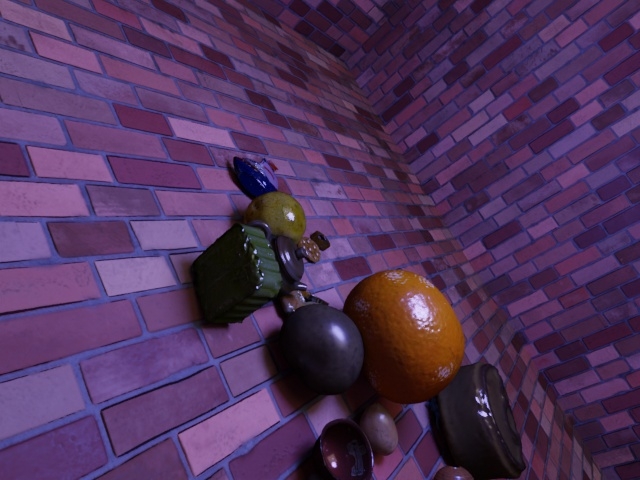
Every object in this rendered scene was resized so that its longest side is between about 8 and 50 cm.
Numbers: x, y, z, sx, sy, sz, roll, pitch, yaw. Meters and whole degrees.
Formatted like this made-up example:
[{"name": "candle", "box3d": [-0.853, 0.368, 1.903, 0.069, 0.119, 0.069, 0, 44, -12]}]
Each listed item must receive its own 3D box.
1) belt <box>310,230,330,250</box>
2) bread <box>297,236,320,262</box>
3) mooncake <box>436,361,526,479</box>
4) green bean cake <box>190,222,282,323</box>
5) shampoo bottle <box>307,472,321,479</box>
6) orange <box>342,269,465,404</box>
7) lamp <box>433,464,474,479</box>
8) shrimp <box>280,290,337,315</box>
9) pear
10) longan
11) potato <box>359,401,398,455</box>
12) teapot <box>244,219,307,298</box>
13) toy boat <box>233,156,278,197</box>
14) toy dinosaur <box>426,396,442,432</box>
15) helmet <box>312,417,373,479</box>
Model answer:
[{"name": "belt", "box3d": [0.000, 0.000, 1.635, 0.083, 0.036, 0.059, 45, 23, -17]}, {"name": "bread", "box3d": [-0.040, 0.033, 1.548, 0.110, 0.024, 0.110, 38, 31, -28]}, {"name": "mooncake", "box3d": [0.593, 0.666, 1.569, 0.393, 0.246, 0.395, 6, 63, -62]}, {"name": "green bean cake", "box3d": [-0.210, 0.084, 1.047, 0.113, 0.214, 0.201, 20, 40, -53]}, {"name": "shampoo bottle", "box3d": [-0.030, 0.602, 0.929, 0.080, 0.040, 0.165, 45, 31, -13]}, {"name": "orange", "box3d": [0.256, 0.288, 1.309, 0.424, 0.325, 0.425, 160, -90, -80]}, {"name": "lamp", "box3d": [0.420, 0.774, 1.315, 0.136, 0.136, 0.137, 37, 33, -29]}, {"name": "shrimp", "box3d": [-0.033, 0.207, 1.340, 0.267, 0.061, 0.145, 17, 36, -45]}, {"name": "pear", "box3d": [-0.141, -0.067, 1.327, 0.197, 0.197, 0.198, 37, 33, -29]}, {"name": "longan", "box3d": [0.001, 0.288, 1.147, 0.245, 0.215, 0.246, 25, 14, -7]}, {"name": "potato", "box3d": [0.169, 0.550, 1.223, 0.112, 0.112, 0.147, -21, 84, -61]}, {"name": "teapot", "box3d": [-0.127, 0.054, 1.188, 0.268, 0.175, 0.186, 59, 14, -27]}, {"name": "toy boat", "box3d": [-0.206, -0.223, 1.561, 0.219, 0.072, 0.318, 54, 19, 5]}, {"name": "toy dinosaur", "box3d": [0.433, 0.625, 1.590, 0.080, 0.045, 0.198, 51, 23, -27]}, {"name": "helmet", "box3d": [0.035, 0.532, 1.032, 0.175, 0.106, 0.155, 22, 40, -41]}]
